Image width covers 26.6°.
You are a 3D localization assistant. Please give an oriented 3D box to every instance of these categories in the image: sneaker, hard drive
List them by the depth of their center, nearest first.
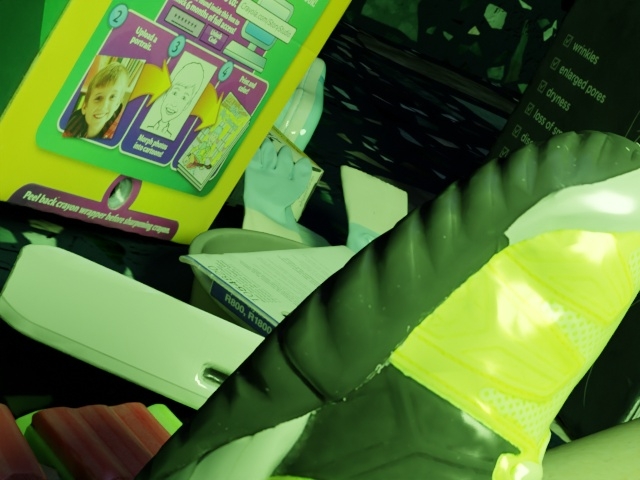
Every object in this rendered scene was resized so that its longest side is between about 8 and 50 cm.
[{"bbox_3d":[-0.003,0.127,0.453,0.147,0.385,0.145,42,-4,10],"label":"sneaker"},{"bbox_3d":[-0.074,0.072,0.792,0.233,0.047,0.353,24,-7,-11],"label":"hard drive"},{"bbox_3d":[-0.107,-0.206,1.721,0.208,0.127,0.319,25,15,-10],"label":"sneaker"}]

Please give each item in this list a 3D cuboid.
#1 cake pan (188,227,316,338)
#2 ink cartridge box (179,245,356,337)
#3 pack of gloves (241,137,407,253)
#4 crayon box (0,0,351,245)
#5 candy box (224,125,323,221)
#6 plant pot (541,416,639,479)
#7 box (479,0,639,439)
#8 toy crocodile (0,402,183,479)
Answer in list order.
[{"bbox_3d":[0.015,0.085,1.126,0.293,0.054,0.293,25,16,-7],"label":"cake pan"},{"bbox_3d":[0.031,0.079,0.987,0.223,0.045,0.224,36,19,27],"label":"ink cartridge box"},{"bbox_3d":[0.000,0.000,1.361,0.195,0.046,0.232,24,36,-19],"label":"pack of gloves"},{"bbox_3d":[-0.137,-0.169,1.099,0.106,0.313,0.363,34,7,22],"label":"crayon box"},{"bbox_3d":[-0.133,-0.106,1.457,0.233,0.071,0.159,13,22,-42],"label":"candy box"},{"bbox_3d":[0.175,0.198,0.585,0.305,0.334,0.334,-3,30,-30],"label":"plant pot"},{"bbox_3d":[0.413,-0.042,1.403,0.297,0.472,0.480,20,18,-23],"label":"box"},{"bbox_3d":[-0.138,0.110,0.538,0.340,0.105,0.115,4,28,-42],"label":"toy crocodile"}]
